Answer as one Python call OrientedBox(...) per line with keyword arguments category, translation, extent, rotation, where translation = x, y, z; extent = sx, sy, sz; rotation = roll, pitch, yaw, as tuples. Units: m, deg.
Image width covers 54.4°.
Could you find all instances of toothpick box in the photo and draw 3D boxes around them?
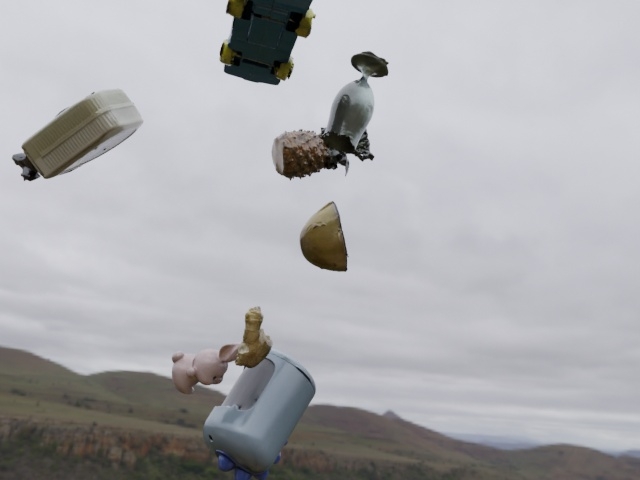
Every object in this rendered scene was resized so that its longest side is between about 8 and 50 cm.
OrientedBox(category="toothpick box", translation=(-0.183, 0.526, 1.825), extent=(0.263, 0.354, 0.263), rotation=(21, -40, 18))

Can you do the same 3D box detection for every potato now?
OrientedBox(category="potato", translation=(0.000, 0.000, 1.718), extent=(0.117, 0.182, 0.202), rotation=(-11, -39, -6))

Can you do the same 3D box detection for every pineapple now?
OrientedBox(category="pineapple", translation=(0.017, -0.262, 1.864), extent=(0.310, 0.170, 0.141), rotation=(-11, -24, -21))

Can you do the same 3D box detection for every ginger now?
OrientedBox(category="ginger", translation=(-0.156, 0.244, 1.551), extent=(0.096, 0.165, 0.067), rotation=(2, 18, -39))

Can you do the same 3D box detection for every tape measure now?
OrientedBox(category="tape measure", translation=(-0.573, -0.261, 1.499), extent=(0.271, 0.133, 0.231), rotation=(-33, 10, 15))

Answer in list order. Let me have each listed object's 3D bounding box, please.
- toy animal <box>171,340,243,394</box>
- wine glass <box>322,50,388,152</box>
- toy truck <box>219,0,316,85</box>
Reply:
OrientedBox(category="toy animal", translation=(-0.292, 0.339, 1.662), extent=(0.213, 0.124, 0.124), rotation=(-16, -23, 21))
OrientedBox(category="wine glass", translation=(0.081, -0.318, 1.443), extent=(0.103, 0.222, 0.103), rotation=(19, -12, 4))
OrientedBox(category="toy truck", translation=(-0.102, -0.447, 1.231), extent=(0.161, 0.162, 0.385), rotation=(11, -15, -11))
